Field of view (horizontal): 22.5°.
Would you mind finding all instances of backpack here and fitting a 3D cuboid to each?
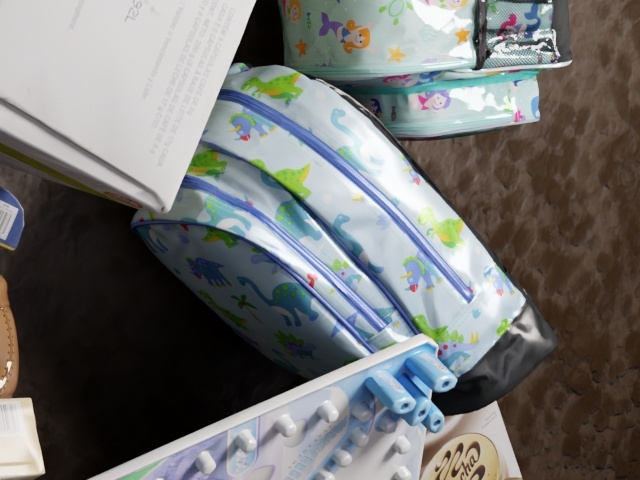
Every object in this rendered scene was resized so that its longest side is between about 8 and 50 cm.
[{"bbox_3d":[0.000,0.000,1.477,0.273,0.290,0.356,-36,112,-22],"label":"backpack"},{"bbox_3d":[0.085,-0.190,1.529,0.253,0.225,0.191,-2,97,-34],"label":"backpack"}]

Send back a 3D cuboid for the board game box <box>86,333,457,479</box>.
[{"bbox_3d":[-0.063,0.299,1.373,0.390,0.050,0.390,-21,136,-28],"label":"board game box"}]

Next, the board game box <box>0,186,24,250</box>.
[{"bbox_3d":[-0.355,-0.068,1.256,0.194,0.194,0.060,32,79,-58],"label":"board game box"}]

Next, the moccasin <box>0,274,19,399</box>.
[{"bbox_3d":[-0.412,0.072,1.258,0.380,0.139,0.147,-1,87,-34],"label":"moccasin"}]

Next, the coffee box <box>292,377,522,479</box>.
[{"bbox_3d":[0.108,0.241,1.712,0.168,0.119,0.297,-35,120,-26],"label":"coffee box"}]

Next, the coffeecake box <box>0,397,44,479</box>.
[{"bbox_3d":[-0.334,0.190,1.310,0.142,0.185,0.068,1,67,-39],"label":"coffeecake box"}]

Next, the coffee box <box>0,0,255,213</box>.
[{"bbox_3d":[-0.261,-0.258,1.161,0.338,0.334,0.338,28,82,-43],"label":"coffee box"}]
